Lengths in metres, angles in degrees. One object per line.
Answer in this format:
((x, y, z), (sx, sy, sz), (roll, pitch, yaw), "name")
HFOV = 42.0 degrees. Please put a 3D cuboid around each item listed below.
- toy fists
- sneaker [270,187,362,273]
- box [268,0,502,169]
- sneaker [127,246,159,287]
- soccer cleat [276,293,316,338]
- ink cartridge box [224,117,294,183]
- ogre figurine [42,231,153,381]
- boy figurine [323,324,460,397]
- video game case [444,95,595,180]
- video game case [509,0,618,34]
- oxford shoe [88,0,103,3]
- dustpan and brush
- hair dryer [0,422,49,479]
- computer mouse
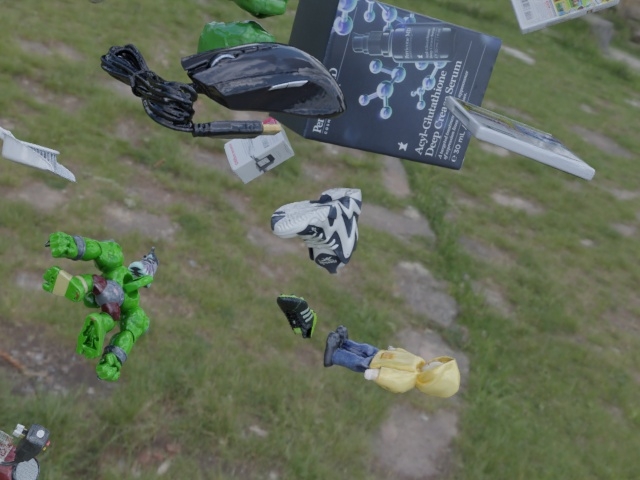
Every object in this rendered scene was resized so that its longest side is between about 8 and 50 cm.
((-0.131, -0.407, 1.523), (0.096, 0.279, 0.142), (7, 16, -44), "toy fists")
((0.000, 0.000, 1.537), (0.094, 0.153, 0.235), (3, 18, 29), "sneaker")
((0.135, -0.344, 1.767), (0.395, 0.294, 0.212), (8, 17, -26), "box")
((-0.320, 0.040, 1.527), (0.038, 0.098, 0.069), (21, 68, 3), "sneaker")
((-0.053, 0.178, 1.953), (0.060, 0.072, 0.179), (-4, -26, 22), "soccer cleat")
((-0.155, -0.228, 2.093), (0.063, 0.150, 0.109), (52, 11, -47), "ink cartridge box")
((-0.286, 0.078, 1.109), (0.197, 0.097, 0.118), (53, 27, 5), "ogre figurine")
((0.148, 0.260, 1.736), (0.285, 0.092, 0.177), (12, 13, 24), "boy figurine")
((0.323, -0.171, 1.376), (0.212, 0.023, 0.193), (18, 21, -14), "video game case")
((0.498, -0.568, 1.781), (0.206, 0.026, 0.227), (-16, 68, 10), "video game case")
((-0.153, -0.416, 0.998), (0.169, 0.130, 0.449), (8, 42, 48), "oxford shoe")
((-0.542, -0.170, 1.494), (0.211, 0.060, 0.147), (18, -3, -1), "dustpan and brush")
((-0.513, 0.290, 1.256), (0.223, 0.294, 0.080), (41, 37, 6), "hair dryer")
((-0.062, -0.150, 0.797), (0.261, 0.060, 0.184), (1, 29, -32), "computer mouse")
